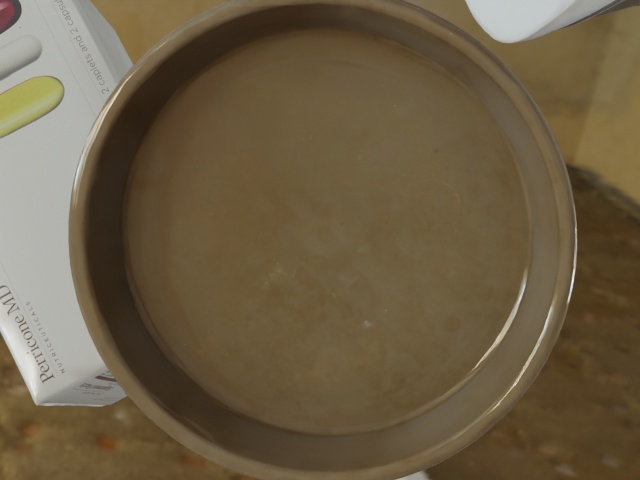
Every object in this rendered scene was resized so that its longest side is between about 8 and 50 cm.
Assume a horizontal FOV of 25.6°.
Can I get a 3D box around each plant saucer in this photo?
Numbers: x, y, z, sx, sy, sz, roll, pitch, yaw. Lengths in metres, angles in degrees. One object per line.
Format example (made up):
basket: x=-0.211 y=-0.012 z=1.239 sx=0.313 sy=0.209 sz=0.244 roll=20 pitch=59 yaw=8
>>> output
plant saucer: x=0.000 y=0.000 z=0.777 sx=0.277 sy=0.278 sz=0.041 roll=15 pitch=-169 yaw=3

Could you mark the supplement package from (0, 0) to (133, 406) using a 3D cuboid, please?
supplement package: x=-0.169 y=-0.030 z=0.991 sx=0.262 sy=0.145 sz=0.204 roll=61 pitch=-179 yaw=8

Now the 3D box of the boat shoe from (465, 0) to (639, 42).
boat shoe: x=0.161 y=-0.147 z=0.555 sx=0.102 sy=0.108 sz=0.301 roll=-13 pitch=177 yaw=-20
